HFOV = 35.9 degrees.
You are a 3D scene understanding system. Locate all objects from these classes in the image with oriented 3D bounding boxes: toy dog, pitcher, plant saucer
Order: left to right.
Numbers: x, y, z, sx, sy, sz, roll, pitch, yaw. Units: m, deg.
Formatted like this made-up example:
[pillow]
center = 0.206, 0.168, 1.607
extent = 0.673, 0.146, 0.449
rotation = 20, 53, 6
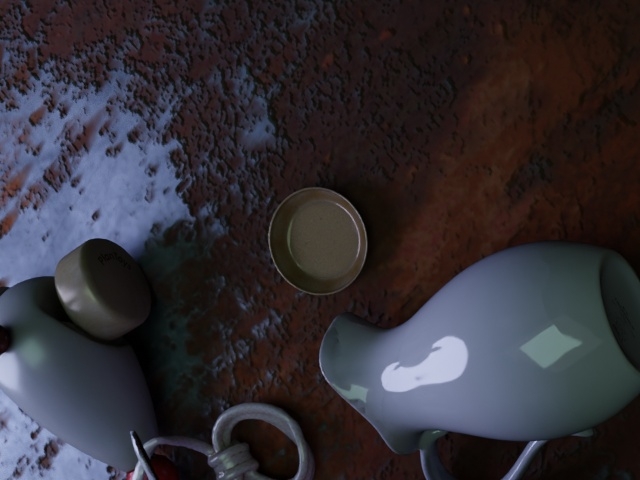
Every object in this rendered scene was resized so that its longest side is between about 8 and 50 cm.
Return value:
[toy dog]
center = -0.188, 0.155, 0.788
extent = 0.333, 0.161, 0.220
rotation = 44, 112, 13
[plant saucer]
center = 0.000, 0.000, 0.761
extent = 0.083, 0.015, 0.083
rotation = 3, 98, 24
[pitcher]
center = 0.127, 0.098, 0.671
extent = 0.207, 0.125, 0.178
rotation = -24, 108, 36
